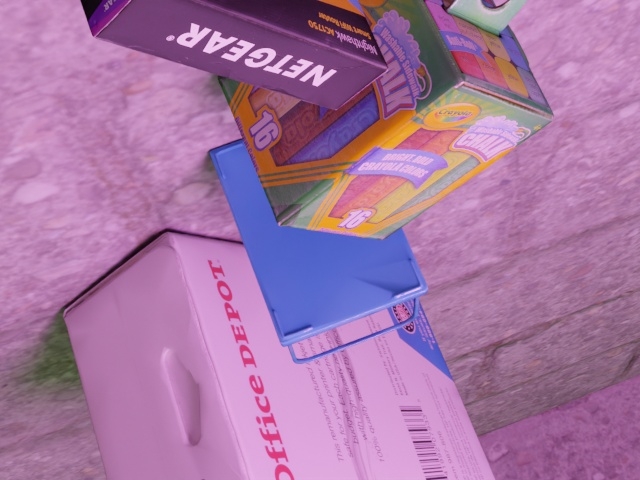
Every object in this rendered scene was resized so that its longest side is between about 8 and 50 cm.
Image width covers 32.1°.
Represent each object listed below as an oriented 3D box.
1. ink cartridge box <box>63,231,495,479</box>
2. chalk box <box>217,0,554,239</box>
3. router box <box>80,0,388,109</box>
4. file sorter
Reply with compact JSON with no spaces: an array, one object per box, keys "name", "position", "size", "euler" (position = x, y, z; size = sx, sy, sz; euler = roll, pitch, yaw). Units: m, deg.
[{"name":"ink cartridge box","position":[-0.027,0.169,1.101],"size":[0.166,0.285,0.395],"euler":[-34,154,28]},{"name":"chalk box","position":[0.061,-0.111,0.756],"size":[0.213,0.132,0.132],"euler":[-36,154,31]},{"name":"router box","position":[-0.054,-0.147,0.574],"size":[0.046,0.133,0.179],"euler":[-36,154,31]},{"name":"file sorter","position":[0.000,0.000,0.902],"size":[0.118,0.170,0.104],"euler":[-21,160,-3]}]
